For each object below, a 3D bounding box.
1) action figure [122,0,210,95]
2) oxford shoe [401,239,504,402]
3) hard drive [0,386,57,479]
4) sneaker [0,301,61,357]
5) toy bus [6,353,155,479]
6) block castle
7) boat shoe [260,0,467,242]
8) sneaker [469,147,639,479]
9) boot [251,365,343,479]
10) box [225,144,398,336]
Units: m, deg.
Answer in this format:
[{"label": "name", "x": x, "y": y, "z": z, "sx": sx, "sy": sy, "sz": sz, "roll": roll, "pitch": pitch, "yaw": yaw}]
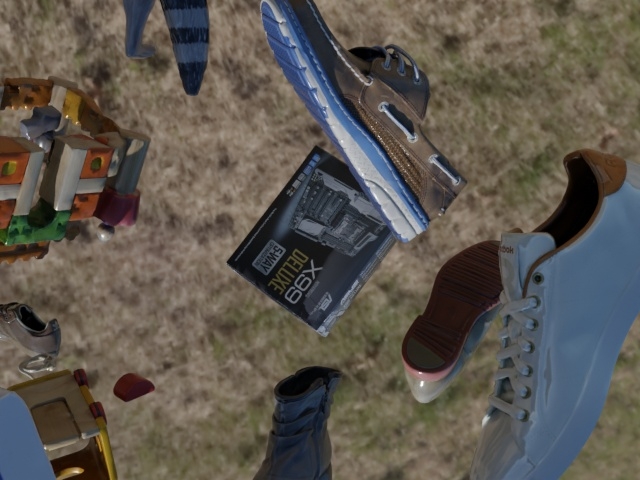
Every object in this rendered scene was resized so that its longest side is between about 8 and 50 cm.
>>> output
[{"label": "action figure", "x": -0.078, "y": -0.307, "z": 0.812, "sx": 0.341, "sy": 0.178, "sz": 0.330, "roll": 7, "pitch": 128, "yaw": 25}, {"label": "oxford shoe", "x": 0.243, "y": 0.135, "z": 1.678, "sx": 0.348, "sy": 0.123, "sz": 0.130, "roll": -46, "pitch": 150, "yaw": -32}, {"label": "hard drive", "x": -0.291, "y": 0.188, "z": 0.750, "sx": 0.040, "sy": 0.319, "sz": 0.210, "roll": -31, "pitch": 114, "yaw": -38}, {"label": "sneaker", "x": -0.492, "y": 0.123, "z": 1.522, "sx": 0.066, "sy": 0.188, "sz": 0.071, "roll": -43, "pitch": 150, "yaw": -64}, {"label": "toy bus", "x": -0.283, "y": 0.213, "z": 1.022, "sx": 0.191, "sy": 0.202, "sz": 0.104, "roll": 0, "pitch": 109, "yaw": 23}, {"label": "block castle", "x": -0.519, "y": -0.115, "z": 1.504, "sx": 0.453, "sy": 0.303, "sz": 0.212, "roll": -9, "pitch": 126, "yaw": -51}, {"label": "boat shoe", "x": 0.030, "y": -0.084, "z": 0.578, "sx": 0.066, "sy": 0.066, "sz": 0.183, "roll": -36, "pitch": 125, "yaw": -1}, {"label": "sneaker", "x": 0.166, "y": 0.063, "z": 0.738, "sx": 0.123, "sy": 0.106, "sz": 0.290, "roll": 29, "pitch": 84, "yaw": -14}, {"label": "boot", "x": -0.067, "y": 0.334, "z": 1.493, "sx": 0.118, "sy": 0.338, "sz": 0.222, "roll": 11, "pitch": 109, "yaw": 16}, {"label": "box", "x": 0.000, "y": 0.000, "z": 1.909, "sx": 0.307, "sy": 0.242, "sz": 0.076, "roll": -52, "pitch": 159, "yaw": -5}]
